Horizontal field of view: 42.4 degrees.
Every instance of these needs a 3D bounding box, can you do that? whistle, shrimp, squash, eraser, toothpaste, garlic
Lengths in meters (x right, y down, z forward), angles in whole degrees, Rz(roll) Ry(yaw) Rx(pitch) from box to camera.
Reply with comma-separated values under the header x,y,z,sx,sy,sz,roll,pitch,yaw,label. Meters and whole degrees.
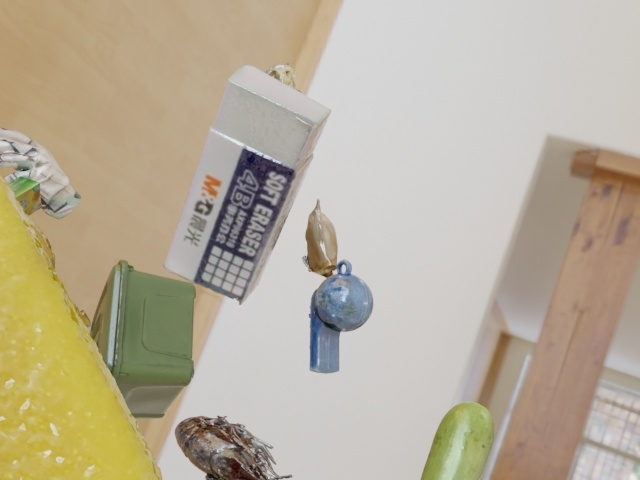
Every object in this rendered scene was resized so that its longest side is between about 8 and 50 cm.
x,y,z,sx,sy,sz,roll,pitch,yaw,label
0.031,0.104,1.138,0.090,0.090,0.158,22,67,-69,whistle
-0.081,0.207,0.782,0.065,0.165,0.057,12,98,-53,shrimp
0.253,0.493,1.657,0.371,0.118,0.118,-63,157,-25,squash
-0.097,-0.065,1.045,0.287,0.130,0.086,-64,178,31,eraser
-0.448,-0.032,1.121,0.178,0.037,0.043,-52,156,-56,toothpaste
0.006,0.000,1.610,0.066,0.084,0.152,-3,82,-30,garlic

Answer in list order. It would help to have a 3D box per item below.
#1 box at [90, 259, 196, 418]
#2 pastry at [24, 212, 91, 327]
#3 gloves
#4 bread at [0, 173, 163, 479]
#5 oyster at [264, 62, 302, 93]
x,y,z,sx,sy,sz,roll,pitch,yaw,label
-0.352,0.213,1.601,0.329,0.177,0.253,128,-34,-56,box
-0.329,0.052,0.882,0.102,0.154,0.250,-28,180,-23,pastry
-0.539,-0.135,1.506,0.212,0.111,0.128,53,24,-26,gloves
-0.294,0.101,0.478,0.323,0.333,0.143,-17,155,-38,bread
-0.100,-0.186,1.206,0.209,0.133,0.072,-38,120,-11,oyster
